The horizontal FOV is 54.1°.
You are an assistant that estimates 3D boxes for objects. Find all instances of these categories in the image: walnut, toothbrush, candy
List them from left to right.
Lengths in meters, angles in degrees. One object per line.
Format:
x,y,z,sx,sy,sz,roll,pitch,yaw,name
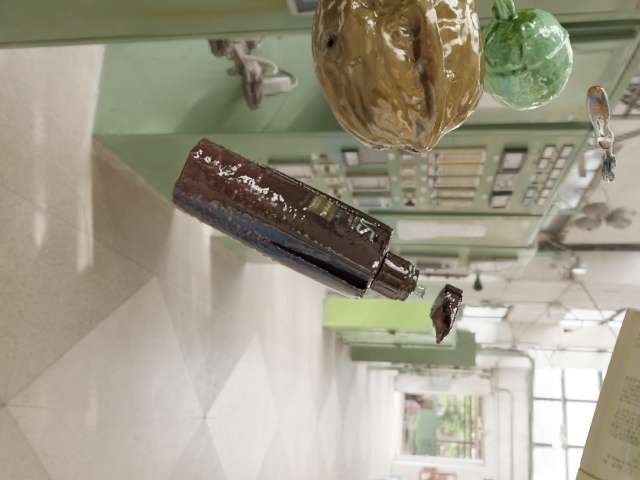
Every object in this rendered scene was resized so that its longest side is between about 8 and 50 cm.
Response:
0.086,-0.217,0.715,0.198,0.198,0.245,6,68,-79,walnut
0.187,-0.333,0.705,0.440,0.119,0.119,56,31,-37,candy
0.351,-0.128,0.775,0.321,0.023,0.031,24,68,-60,toothbrush

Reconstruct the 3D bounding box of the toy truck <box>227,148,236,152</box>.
-0.068,-0.047,0.690,0.052,0.123,0.063,-53,-163,1,toy truck

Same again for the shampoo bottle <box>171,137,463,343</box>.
0.000,0.000,0.488,0.068,0.236,0.067,-63,179,-23,shampoo bottle

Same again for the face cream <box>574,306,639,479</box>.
0.494,0.288,0.929,0.081,0.173,0.349,1,104,-76,face cream
